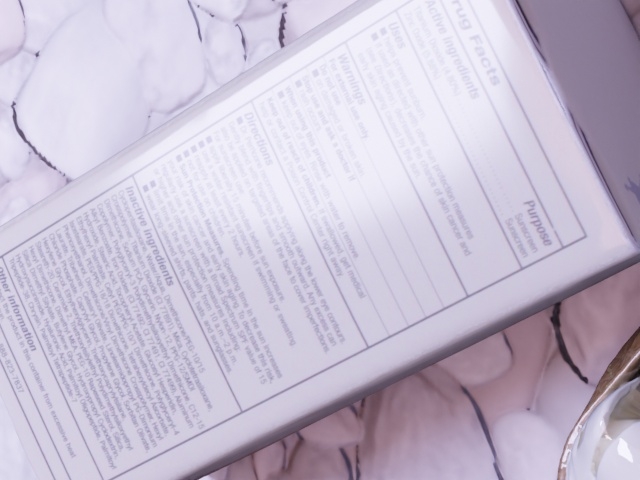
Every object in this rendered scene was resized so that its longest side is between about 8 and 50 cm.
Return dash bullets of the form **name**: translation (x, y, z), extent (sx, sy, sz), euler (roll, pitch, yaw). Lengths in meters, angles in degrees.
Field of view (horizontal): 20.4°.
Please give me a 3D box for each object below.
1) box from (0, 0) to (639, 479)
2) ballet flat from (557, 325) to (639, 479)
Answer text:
- **box**: translation (0.000, 0.000, 0.786), extent (0.311, 0.121, 0.148), euler (-28, 83, 29)
- **ballet flat**: translation (0.176, 0.049, 0.691), extent (0.116, 0.124, 0.342), euler (46, 116, 22)
